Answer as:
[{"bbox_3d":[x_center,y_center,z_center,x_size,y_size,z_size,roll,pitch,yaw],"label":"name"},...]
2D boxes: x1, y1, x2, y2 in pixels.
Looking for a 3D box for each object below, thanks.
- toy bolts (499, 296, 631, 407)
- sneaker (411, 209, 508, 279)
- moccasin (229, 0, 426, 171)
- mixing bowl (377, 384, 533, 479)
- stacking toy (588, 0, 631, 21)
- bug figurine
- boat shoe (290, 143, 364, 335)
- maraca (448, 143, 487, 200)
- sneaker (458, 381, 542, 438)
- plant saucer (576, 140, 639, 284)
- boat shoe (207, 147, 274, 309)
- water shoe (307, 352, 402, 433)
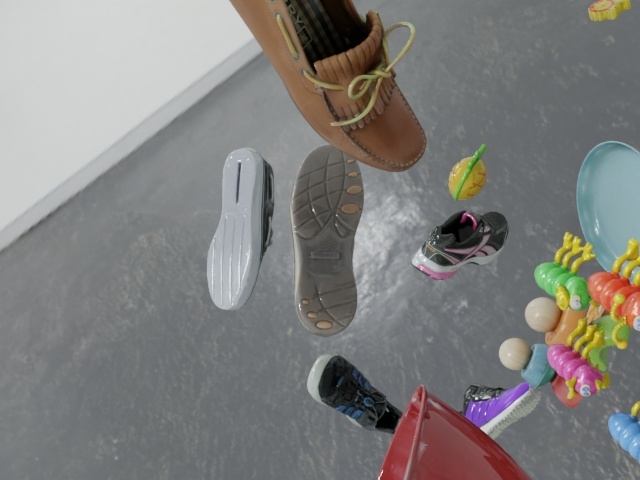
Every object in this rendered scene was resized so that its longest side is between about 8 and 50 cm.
[{"bbox_3d":[0.429,0.164,1.236,0.159,0.228,0.218,23,37,8],"label":"toy bolts"},{"bbox_3d":[0.205,-0.008,0.926,0.072,0.077,0.178,39,44,24],"label":"sneaker"},{"bbox_3d":[0.026,-0.240,0.862,0.139,0.380,0.147,-46,28,-24],"label":"moccasin"},{"bbox_3d":[0.075,0.188,0.403,0.098,0.181,0.181,20,62,6],"label":"mixing bowl"},{"bbox_3d":[0.487,-0.463,1.039,0.221,0.167,0.052,-36,36,-11],"label":"stacking toy"},{"bbox_3d":[0.314,0.123,0.758,0.072,0.279,0.216,-21,23,-7],"label":"bug figurine"},{"bbox_3d":[0.000,0.000,1.230,0.130,0.132,0.355,120,157,-71],"label":"boat shoe"},{"bbox_3d":[0.418,-0.188,1.908,0.099,0.185,0.127,29,48,13],"label":"maraca"},{"bbox_3d":[0.459,0.439,1.846,0.293,0.102,0.146,-53,49,34],"label":"sneaker"},{"bbox_3d":[0.667,-0.062,1.485,0.044,0.317,0.317,-12,38,-10],"label":"plant saucer"},{"bbox_3d":[-0.144,-0.020,1.414,0.121,0.119,0.335,6,84,33],"label":"boat shoe"},{"bbox_3d":[0.057,0.220,0.978,0.080,0.203,0.072,10,68,36],"label":"water shoe"}]
